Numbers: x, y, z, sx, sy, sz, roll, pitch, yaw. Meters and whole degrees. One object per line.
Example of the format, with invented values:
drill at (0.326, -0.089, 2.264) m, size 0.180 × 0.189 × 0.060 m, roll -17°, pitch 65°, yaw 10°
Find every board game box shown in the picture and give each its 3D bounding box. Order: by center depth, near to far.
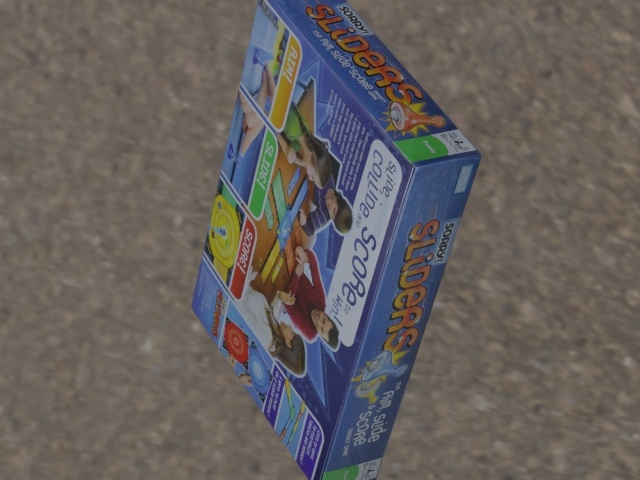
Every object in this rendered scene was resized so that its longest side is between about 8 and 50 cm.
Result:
board game box at (0.000, 0.000, 0.881) m, size 0.136 × 0.035 × 0.201 m, roll 53°, pitch 143°, yaw 36°
